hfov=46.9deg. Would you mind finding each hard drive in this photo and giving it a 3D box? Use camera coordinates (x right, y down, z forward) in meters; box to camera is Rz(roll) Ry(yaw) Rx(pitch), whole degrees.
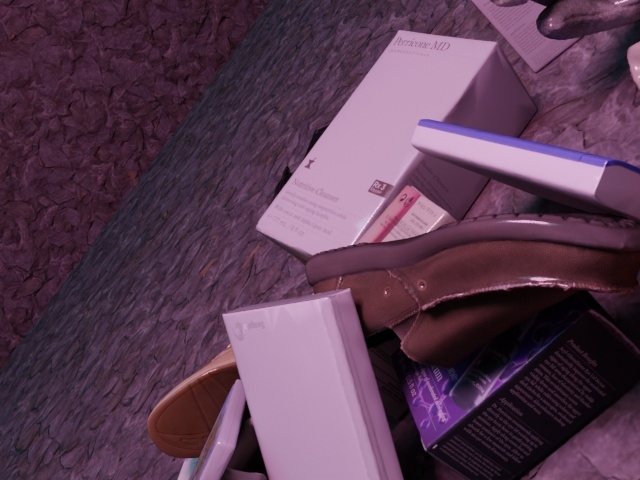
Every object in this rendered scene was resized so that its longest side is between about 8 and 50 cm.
[{"bbox_3d":[0.256,-0.061,0.765,0.319,0.210,0.040,36,107,65],"label":"hard drive"},{"bbox_3d":[0.000,0.212,0.774,0.040,0.307,0.203,-17,1,-38],"label":"hard drive"}]

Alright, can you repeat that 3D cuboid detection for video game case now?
[{"bbox_3d":[-0.141,0.287,0.891,0.212,0.023,0.193,-96,31,-83],"label":"video game case"}]

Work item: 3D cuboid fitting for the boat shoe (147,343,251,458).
[{"bbox_3d":[-0.085,0.190,1.054,0.341,0.121,0.110,-28,14,-8],"label":"boat shoe"}]

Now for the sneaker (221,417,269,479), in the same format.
[{"bbox_3d":[-0.104,0.352,0.866,0.114,0.152,0.305,1,50,19],"label":"sneaker"}]

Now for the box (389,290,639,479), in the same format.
[{"bbox_3d":[0.191,0.122,0.745,0.207,0.108,0.153,-46,25,13],"label":"box"}]

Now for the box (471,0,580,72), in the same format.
[{"bbox_3d":[0.305,-0.367,1.138,0.091,0.170,0.130,-38,27,26],"label":"box"}]

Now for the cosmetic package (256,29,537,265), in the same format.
[{"bbox_3d":[0.113,-0.110,1.090,0.217,0.156,0.384,24,78,49],"label":"cosmetic package"}]

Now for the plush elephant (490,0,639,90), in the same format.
[{"bbox_3d":[0.401,-0.322,0.851,0.255,0.330,0.271,39,104,43],"label":"plush elephant"}]

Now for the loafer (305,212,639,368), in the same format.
[{"bbox_3d":[0.136,0.053,0.695,0.366,0.134,0.130,-14,81,50],"label":"loafer"}]

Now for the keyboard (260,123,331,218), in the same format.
[{"bbox_3d":[-0.028,-0.124,1.535,0.202,0.033,0.317,-18,39,39],"label":"keyboard"}]

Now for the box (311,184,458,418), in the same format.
[{"bbox_3d":[0.102,0.073,0.912,0.232,0.149,0.127,-49,25,5],"label":"box"}]

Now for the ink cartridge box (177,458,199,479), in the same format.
[{"bbox_3d":[-0.144,0.328,1.076,0.115,0.067,0.198,-29,32,39],"label":"ink cartridge box"}]
